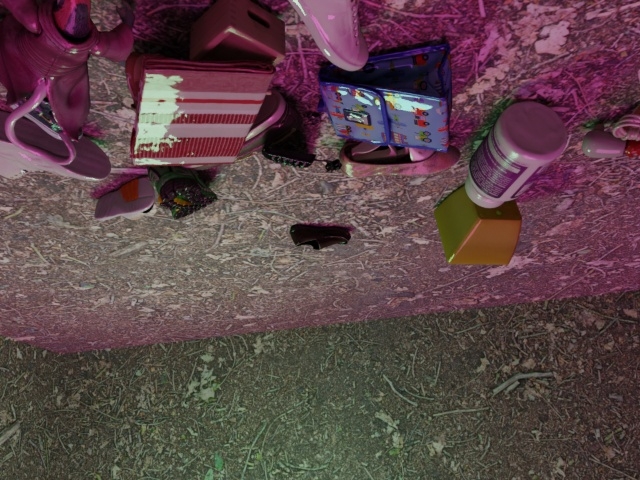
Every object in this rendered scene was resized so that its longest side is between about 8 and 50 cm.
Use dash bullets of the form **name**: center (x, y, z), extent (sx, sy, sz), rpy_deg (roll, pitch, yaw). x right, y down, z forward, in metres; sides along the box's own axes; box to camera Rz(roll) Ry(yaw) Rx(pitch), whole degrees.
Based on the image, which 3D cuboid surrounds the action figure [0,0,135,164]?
- **action figure**: center (-0.453, -0.319, 0.963), extent (0.248, 0.275, 0.370), rpy_deg (19, 163, -32)

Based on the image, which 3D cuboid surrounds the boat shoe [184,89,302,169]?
- **boat shoe**: center (-0.192, -0.238, 1.378), extent (0.324, 0.116, 0.097), rpy_deg (-24, 148, 28)

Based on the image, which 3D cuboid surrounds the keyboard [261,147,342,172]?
- **keyboard**: center (-0.040, -0.189, 1.418), extent (0.201, 0.033, 0.317), rpy_deg (6, -174, -4)

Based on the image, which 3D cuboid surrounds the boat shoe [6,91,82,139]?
- **boat shoe**: center (-0.576, -0.278, 1.275), extent (0.083, 0.065, 0.183), rpy_deg (-14, 155, 26)

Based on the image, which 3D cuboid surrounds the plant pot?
- **plant pot**: center (0.499, -0.064, 1.810), extent (0.212, 0.212, 0.187), rpy_deg (1, 145, -12)

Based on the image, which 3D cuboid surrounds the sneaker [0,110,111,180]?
- **sneaker**: center (-0.669, -0.201, 1.415), extent (0.292, 0.108, 0.169), rpy_deg (23, 149, -30)

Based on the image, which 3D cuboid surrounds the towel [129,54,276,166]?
- **towel**: center (-0.244, -0.243, 1.159), extent (0.237, 0.037, 0.329), rpy_deg (-4, 158, -24)

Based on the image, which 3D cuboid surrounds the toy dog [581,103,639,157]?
- **toy dog**: center (0.845, -0.278, 1.456), extent (0.334, 0.161, 0.220), rpy_deg (12, 160, -1)

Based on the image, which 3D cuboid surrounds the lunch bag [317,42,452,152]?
- **lunch bag**: center (0.135, -0.306, 1.286), extent (0.293, 0.138, 0.221), rpy_deg (3, 161, 15)

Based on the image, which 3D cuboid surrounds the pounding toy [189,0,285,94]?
- **pounding toy**: center (-0.160, -0.354, 1.125), extent (0.181, 0.094, 0.206), rpy_deg (17, 152, -42)

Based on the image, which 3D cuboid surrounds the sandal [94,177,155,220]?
- **sandal**: center (-0.540, -0.107, 1.672), extent (0.265, 0.102, 0.076), rpy_deg (-10, 160, 36)

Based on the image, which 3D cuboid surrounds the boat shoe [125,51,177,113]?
- **boat shoe**: center (-0.336, -0.288, 1.253), extent (0.116, 0.123, 0.324), rpy_deg (27, 155, 6)

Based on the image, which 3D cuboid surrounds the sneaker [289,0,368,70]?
- **sneaker**: center (0.039, -0.401, 1.020), extent (0.123, 0.106, 0.290), rpy_deg (-12, 155, 26)

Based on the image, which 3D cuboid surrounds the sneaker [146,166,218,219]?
- **sneaker**: center (-0.366, -0.154, 1.558), extent (0.134, 0.146, 0.343), rpy_deg (-25, 173, -6)

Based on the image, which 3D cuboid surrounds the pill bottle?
- **pill bottle**: center (0.479, -0.203, 1.495), extent (0.169, 0.169, 0.301), rpy_deg (0, 157, -8)

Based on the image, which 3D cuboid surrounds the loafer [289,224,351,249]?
- **loafer**: center (0.000, 0.000, 2.026), extent (0.220, 0.078, 0.080), rpy_deg (3, 157, -16)

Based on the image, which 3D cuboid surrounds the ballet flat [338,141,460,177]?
- **ballet flat**: center (0.198, -0.221, 1.500), extent (0.316, 0.107, 0.106), rpy_deg (-8, 144, 8)

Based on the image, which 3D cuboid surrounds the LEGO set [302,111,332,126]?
- **LEGO set**: center (-0.001, -0.287, 1.401), extent (0.083, 0.023, 0.054), rpy_deg (-2, 158, -3)
